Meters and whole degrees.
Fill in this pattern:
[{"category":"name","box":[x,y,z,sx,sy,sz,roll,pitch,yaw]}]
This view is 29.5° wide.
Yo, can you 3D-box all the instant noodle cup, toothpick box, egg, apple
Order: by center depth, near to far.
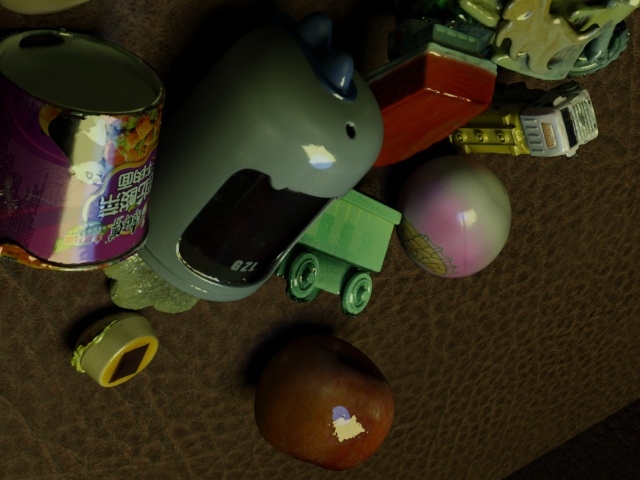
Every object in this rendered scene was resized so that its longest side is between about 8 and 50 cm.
[{"category":"instant noodle cup","box":[-0.292,-0.113,1.371,0.251,0.251,0.190,-7,130,-38]},{"category":"toothpick box","box":[-0.078,-0.123,1.531,0.263,0.263,0.354,4,140,-47]},{"category":"egg","box":[0.215,-0.045,1.971,0.196,0.196,0.271,-28,152,-11]},{"category":"apple","box":[0.002,0.299,2.188,0.253,0.253,0.253,-25,148,-17]}]

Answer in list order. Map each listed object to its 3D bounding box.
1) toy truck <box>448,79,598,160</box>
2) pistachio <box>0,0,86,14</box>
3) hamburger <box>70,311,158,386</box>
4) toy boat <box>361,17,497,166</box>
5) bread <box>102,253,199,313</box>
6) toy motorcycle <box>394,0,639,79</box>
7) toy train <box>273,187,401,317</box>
[{"category":"toy truck","box":[0.307,-0.179,1.872,0.114,0.227,0.098,-35,116,-34]},{"category":"pistachio","box":[-0.212,-0.335,1.160,0.288,0.197,0.166,-45,154,-5]},{"category":"hamburger","box":[-0.320,0.164,1.864,0.141,0.081,0.126,-29,153,-34]},{"category":"toy boat","box":[0.097,-0.199,1.637,0.145,0.133,0.332,11,160,-27]},{"category":"bread","box":[-0.201,0.035,1.828,0.286,0.056,0.207,-14,142,-29]},{"category":"toy motorcycle","box":[0.302,-0.332,1.680,0.410,0.169,0.237,3,137,-35]},{"category":"toy train","box":[0.000,0.000,1.840,0.301,0.120,0.202,23,83,-55]}]
